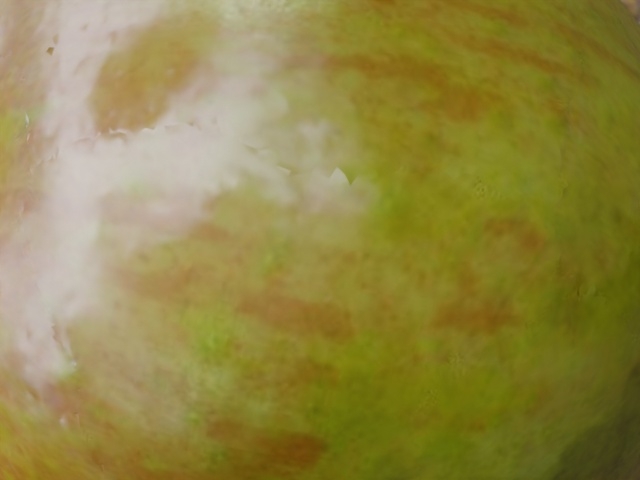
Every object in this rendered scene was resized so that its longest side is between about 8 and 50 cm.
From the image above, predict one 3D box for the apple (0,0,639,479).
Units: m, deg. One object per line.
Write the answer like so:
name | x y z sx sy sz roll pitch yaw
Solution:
apple | 0.000 0.000 0.719 0.339 0.339 0.339 -40 42 48
